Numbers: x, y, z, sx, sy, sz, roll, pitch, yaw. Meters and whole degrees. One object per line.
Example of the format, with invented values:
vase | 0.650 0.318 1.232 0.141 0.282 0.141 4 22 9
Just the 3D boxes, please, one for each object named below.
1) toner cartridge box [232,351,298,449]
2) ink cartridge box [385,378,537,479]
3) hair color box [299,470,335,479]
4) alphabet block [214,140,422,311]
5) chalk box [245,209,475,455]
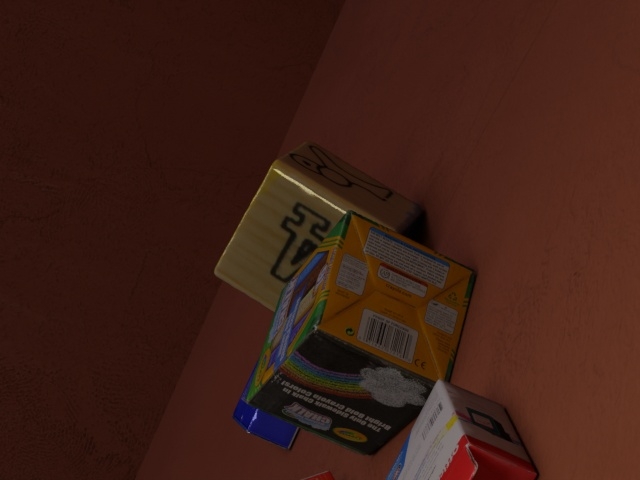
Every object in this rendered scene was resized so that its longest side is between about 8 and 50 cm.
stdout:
toner cartridge box | -0.021 0.139 2.627 0.347 0.075 0.165 -65 9 -3
ink cartridge box | 0.132 0.238 1.637 0.134 0.078 0.231 -63 11 12
hair color box | -0.059 0.348 2.120 0.053 0.167 0.093 60 139 23
alphabet block | 0.000 0.000 2.375 0.193 0.197 0.192 -61 -8 17
chalk box | 0.034 0.131 2.088 0.289 0.180 0.179 -48 20 54
